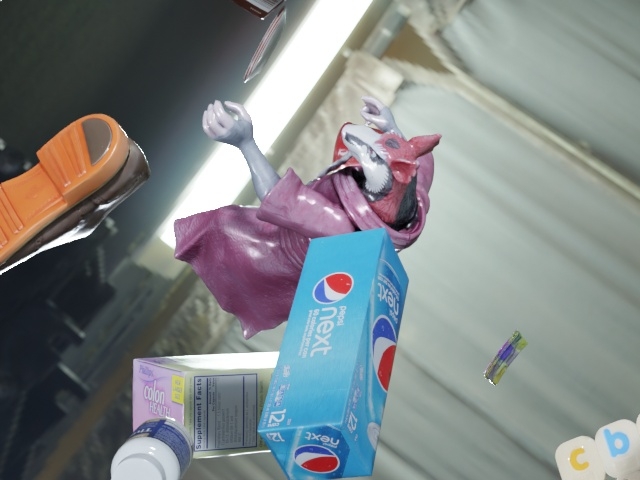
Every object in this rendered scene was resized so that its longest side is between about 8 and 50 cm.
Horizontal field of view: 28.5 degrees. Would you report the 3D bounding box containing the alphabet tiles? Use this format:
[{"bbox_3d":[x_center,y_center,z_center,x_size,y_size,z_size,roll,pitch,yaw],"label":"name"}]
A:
[{"bbox_3d":[0.399,0.351,1.531,0.284,0.278,0.021,-27,-33,21],"label":"alphabet tiles"}]

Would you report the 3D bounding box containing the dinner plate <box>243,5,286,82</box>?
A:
[{"bbox_3d":[-0.087,-0.316,2.049,0.141,0.017,0.141,-57,14,22],"label":"dinner plate"}]

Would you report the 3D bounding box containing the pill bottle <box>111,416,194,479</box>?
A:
[{"bbox_3d":[-0.165,0.218,1.225,0.067,0.067,0.120,-55,0,8],"label":"pill bottle"}]

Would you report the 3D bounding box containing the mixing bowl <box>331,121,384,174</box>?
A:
[{"bbox_3d":[0.086,-0.071,1.681,0.181,0.098,0.181,-2,-90,-72],"label":"mixing bowl"}]

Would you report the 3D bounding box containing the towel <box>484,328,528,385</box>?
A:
[{"bbox_3d":[0.266,0.170,1.810,0.083,0.009,0.060,-52,-32,-5],"label":"towel"}]

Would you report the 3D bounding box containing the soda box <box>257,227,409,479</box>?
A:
[{"bbox_3d":[0.015,0.088,1.005,0.210,0.071,0.067,-75,-32,-44],"label":"soda box"}]

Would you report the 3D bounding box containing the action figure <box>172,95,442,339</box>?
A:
[{"bbox_3d":[0.000,0.000,1.235,0.248,0.275,0.370,-12,-9,-32],"label":"action figure"}]

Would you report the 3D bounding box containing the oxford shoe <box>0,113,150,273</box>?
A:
[{"bbox_3d":[-0.389,-0.017,1.710,0.364,0.130,0.133,-33,-34,6],"label":"oxford shoe"}]

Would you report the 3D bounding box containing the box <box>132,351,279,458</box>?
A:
[{"bbox_3d":[-0.118,0.228,1.789,0.243,0.213,0.117,1,-90,-27],"label":"box"}]

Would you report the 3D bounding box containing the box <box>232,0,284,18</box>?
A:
[{"bbox_3d":[-0.094,-0.501,2.016,0.168,0.167,0.203,-27,41,56],"label":"box"}]
